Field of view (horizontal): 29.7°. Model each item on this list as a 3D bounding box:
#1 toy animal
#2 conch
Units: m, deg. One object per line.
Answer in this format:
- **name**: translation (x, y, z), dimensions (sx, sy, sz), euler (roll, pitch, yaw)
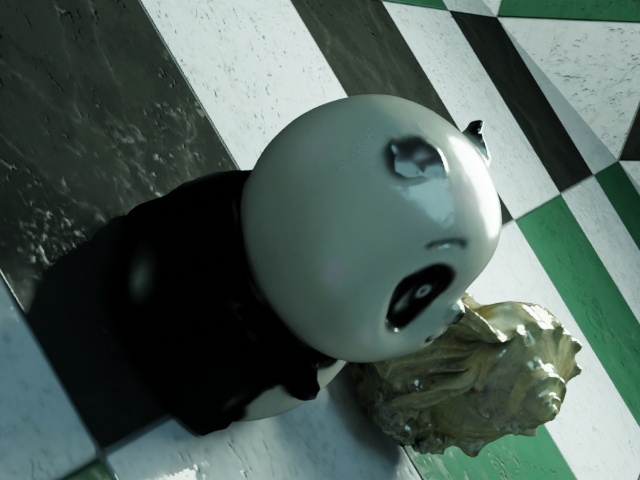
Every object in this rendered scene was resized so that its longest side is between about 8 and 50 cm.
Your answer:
- **toy animal**: translation (0.001, 0.009, 0.758), dimensions (0.165, 0.235, 0.187), euler (65, 23, 2)
- **conch**: translation (0.090, 0.079, 0.954), dimensions (0.245, 0.163, 0.178), euler (39, -18, 51)
